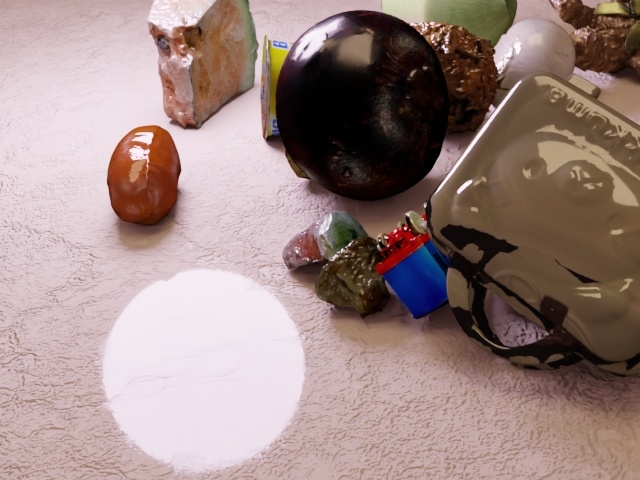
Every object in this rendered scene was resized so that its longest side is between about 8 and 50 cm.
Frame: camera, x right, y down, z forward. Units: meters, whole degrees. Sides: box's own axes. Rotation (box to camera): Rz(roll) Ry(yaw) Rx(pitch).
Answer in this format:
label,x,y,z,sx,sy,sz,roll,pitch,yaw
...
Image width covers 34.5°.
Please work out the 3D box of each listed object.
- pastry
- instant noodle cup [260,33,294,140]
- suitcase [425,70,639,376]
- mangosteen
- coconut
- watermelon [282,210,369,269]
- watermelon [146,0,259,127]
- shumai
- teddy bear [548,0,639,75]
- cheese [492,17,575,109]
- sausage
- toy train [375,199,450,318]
label,x,y,z,sx,sy,sz,roll,pitch,yaw
pastry,0.221,-0.324,1.929,0.275,0.275,0.193,24,81,44
instant noodle cup,-0.039,-0.299,2.021,0.153,0.205,0.205,0,27,-9
suitcase,0.304,0.001,1.252,0.351,0.194,0.339,39,92,27
mangosteen,0.060,-0.221,1.720,0.330,0.330,0.330,-4,28,2
coconut,0.302,-0.541,2.324,0.328,0.281,0.328,23,2,-1
watermelon,0.000,0.000,1.533,0.139,0.071,0.187,-20,2,15
watermelon,-0.272,-0.409,2.195,0.151,0.264,0.302,8,34,25
shumai,0.062,0.058,1.429,0.124,0.099,0.087,-34,55,-26
teddy bear,0.639,-0.443,2.137,0.222,0.246,0.296,-25,-21,29
cheese,0.415,-0.344,2.038,0.154,0.189,0.198,26,28,-10
sausage,-0.307,-0.119,1.788,0.133,0.133,0.258,-5,28,1
toy train,0.151,0.021,1.443,0.083,0.131,0.204,-39,-4,24
